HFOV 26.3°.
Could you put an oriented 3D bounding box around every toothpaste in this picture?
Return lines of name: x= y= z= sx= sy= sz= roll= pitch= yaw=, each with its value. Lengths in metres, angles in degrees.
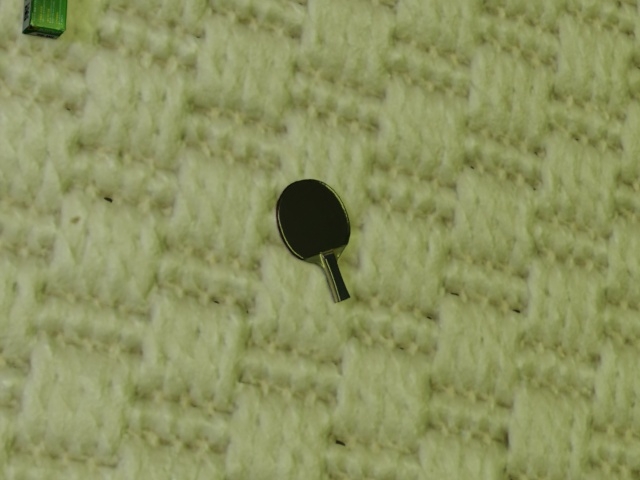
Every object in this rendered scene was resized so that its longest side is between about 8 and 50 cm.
toothpaste: x=-0.314 y=-0.323 z=1.575 sx=0.043 sy=0.037 sz=0.178 roll=7 pitch=78 yaw=-28

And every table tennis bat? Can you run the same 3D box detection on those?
table tennis bat: x=0.000 y=0.000 z=1.681 sx=0.095 sy=0.014 sz=0.158 roll=-19 pitch=88 yaw=-28
